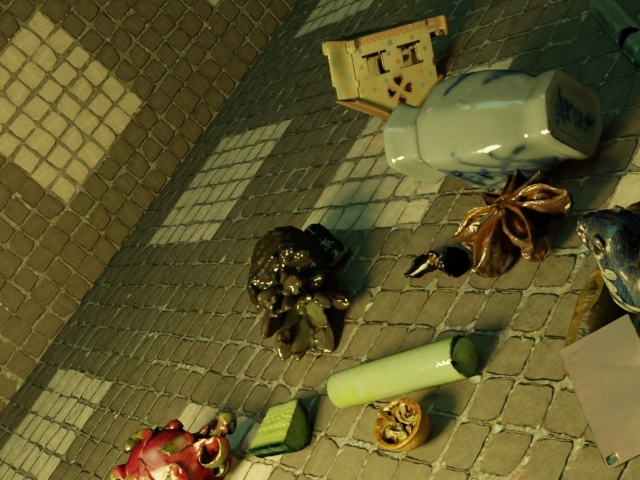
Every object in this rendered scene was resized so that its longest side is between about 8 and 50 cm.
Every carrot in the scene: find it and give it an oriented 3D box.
[{"bbox_3d":[0.433,0.060,1.402,0.070,0.070,0.342,-13,41,52],"label":"carrot"}]

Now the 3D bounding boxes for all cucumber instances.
[{"bbox_3d":[-0.070,0.365,1.781,0.115,0.062,0.116,-21,28,42],"label":"cucumber"}]

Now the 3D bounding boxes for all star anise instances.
[{"bbox_3d":[0.343,-0.024,1.648,0.214,0.099,0.220,-60,28,7],"label":"star anise"}]

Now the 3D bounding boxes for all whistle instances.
[{"bbox_3d":[0.596,-0.413,1.838,0.062,0.062,0.312,-38,26,20],"label":"whistle"}]

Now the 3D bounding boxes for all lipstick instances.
[{"bbox_3d":[0.137,0.231,1.623,0.304,0.076,0.076,-24,34,42],"label":"lipstick"}]

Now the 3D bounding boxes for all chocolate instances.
[{"bbox_3d":[0.218,0.040,1.789,0.072,0.070,0.147,-28,15,-29],"label":"chocolate"}]

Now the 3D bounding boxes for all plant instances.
[{"bbox_3d":[-0.062,0.112,1.990,0.194,0.181,0.321,-46,25,16],"label":"plant"}]

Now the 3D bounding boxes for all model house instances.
[{"bbox_3d":[0.178,-0.424,2.387,0.326,0.244,0.169,-20,16,-24],"label":"model house"}]

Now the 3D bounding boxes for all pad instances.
[{"bbox_3d":[0.399,0.200,1.253,0.113,0.006,0.188,-35,46,23],"label":"pad"}]

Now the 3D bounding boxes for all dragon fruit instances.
[{"bbox_3d":[-0.277,0.458,1.862,0.272,0.198,0.218,-13,23,13],"label":"dragon fruit"}]

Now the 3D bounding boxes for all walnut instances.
[{"bbox_3d":[0.140,0.308,1.531,0.091,0.052,0.121,-55,23,-12],"label":"walnut"}]

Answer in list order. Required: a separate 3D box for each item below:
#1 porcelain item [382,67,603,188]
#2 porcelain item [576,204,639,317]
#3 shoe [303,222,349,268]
[{"bbox_3d":[0.319,-0.206,1.787,0.405,0.242,0.179,-4,71,52],"label":"porcelain item"},{"bbox_3d":[0.471,0.042,1.223,0.138,0.186,0.288,-48,26,-4],"label":"porcelain item"},{"bbox_3d":[0.000,0.000,2.161,0.071,0.099,0.169,-45,25,0],"label":"shoe"}]
